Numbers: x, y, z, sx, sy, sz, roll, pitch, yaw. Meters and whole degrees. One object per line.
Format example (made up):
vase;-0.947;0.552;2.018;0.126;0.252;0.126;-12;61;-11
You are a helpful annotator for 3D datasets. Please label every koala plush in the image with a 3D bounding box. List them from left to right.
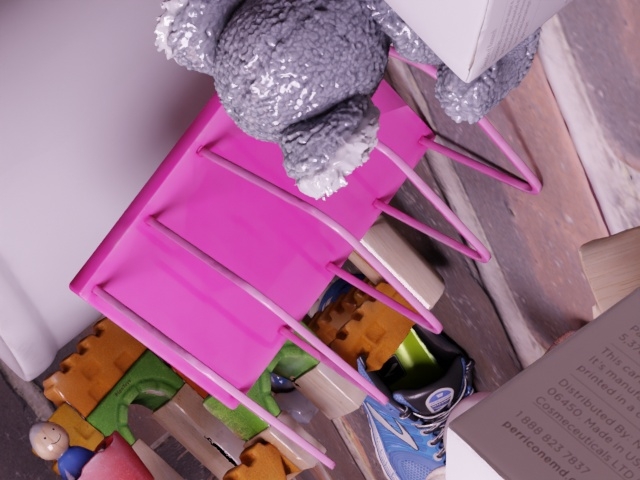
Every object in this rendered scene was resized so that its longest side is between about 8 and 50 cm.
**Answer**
koala plush;0.017;-0.147;1.104;0.196;0.221;0.203;49;165;10

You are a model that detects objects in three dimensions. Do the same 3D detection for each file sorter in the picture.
file sorter;0.000;0.000;1.310;0.182;0.291;0.202;30;170;47

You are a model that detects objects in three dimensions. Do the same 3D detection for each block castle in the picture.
block castle;-0.116;0.140;1.586;0.213;0.453;0.303;44;145;-6

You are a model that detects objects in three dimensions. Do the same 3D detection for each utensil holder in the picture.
utensil holder;-0.229;-0.111;1.616;0.327;0.385;0.327;46;164;17

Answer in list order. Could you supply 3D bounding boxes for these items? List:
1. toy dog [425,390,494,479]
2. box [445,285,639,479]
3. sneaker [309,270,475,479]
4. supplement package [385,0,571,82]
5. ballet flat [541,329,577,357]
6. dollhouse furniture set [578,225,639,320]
toy dog;0.228;0.278;1.389;0.333;0.161;0.220;23;137;1
box;0.231;0.099;0.733;0.168;0.345;0.215;41;151;32
sneaker;0.110;0.184;1.822;0.330;0.129;0.147;54;168;-11
supplement package;0.073;-0.242;0.856;0.204;0.145;0.262;48;165;13
ballet flat;0.245;0.207;1.509;0.107;0.106;0.316;35;159;51
dollhouse furniture set;0.354;0.206;1.030;0.362;0.256;0.394;68;-175;-47
